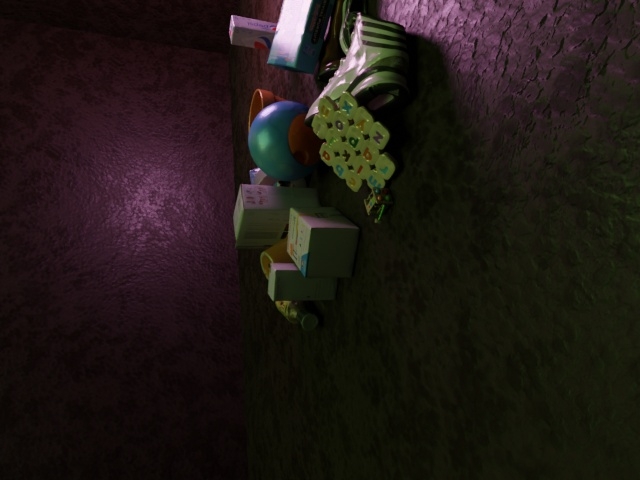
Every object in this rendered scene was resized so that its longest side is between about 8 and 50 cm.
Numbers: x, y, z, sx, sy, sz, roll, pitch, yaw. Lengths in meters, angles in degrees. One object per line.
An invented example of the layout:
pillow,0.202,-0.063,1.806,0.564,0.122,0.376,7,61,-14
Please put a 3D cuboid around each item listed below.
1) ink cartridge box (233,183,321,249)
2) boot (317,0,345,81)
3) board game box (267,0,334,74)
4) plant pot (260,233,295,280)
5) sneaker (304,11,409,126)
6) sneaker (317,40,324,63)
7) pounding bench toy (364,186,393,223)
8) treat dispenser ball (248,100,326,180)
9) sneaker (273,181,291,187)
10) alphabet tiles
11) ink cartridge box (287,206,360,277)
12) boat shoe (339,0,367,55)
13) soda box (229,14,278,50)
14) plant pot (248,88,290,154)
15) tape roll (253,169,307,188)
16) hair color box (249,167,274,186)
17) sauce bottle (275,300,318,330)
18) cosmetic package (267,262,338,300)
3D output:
ink cartridge box,-0.184,-0.085,1.713,0.272,0.309,0.130,119,146,-50
boot,0.064,-0.669,1.396,0.264,0.096,0.281,-102,22,-74
board game box,-0.060,-0.762,1.472,0.253,0.079,0.336,40,116,53
plant pot,-0.116,0.074,1.620,0.205,0.187,0.205,36,136,44
sneaker,0.107,-0.468,1.223,0.447,0.169,0.258,-4,77,61
sneaker,-0.041,-0.756,1.625,0.321,0.127,0.126,-16,70,56
pounding bench toy,0.163,-0.095,1.160,0.065,0.052,0.083,121,144,-52
treat dispenser ball,-0.123,-0.366,1.587,0.288,0.287,0.289,180,90,-69
sneaker,-0.157,-0.298,1.903,0.330,0.129,0.147,113,147,-46
alphabet tiles,0.088,-0.262,1.171,0.284,0.021,0.278,46,152,10
ink cartridge box,0.000,0.000,1.423,0.233,0.168,0.172,-133,46,-62
boat shoe,0.104,-0.659,1.292,0.070,0.077,0.220,152,118,-68
soda box,-0.278,-0.966,2.010,0.091,0.286,0.098,118,145,-50
plant pot,-0.192,-0.507,1.894,0.291,0.203,0.291,180,90,-69
tape roll,-0.168,-0.227,1.801,0.072,0.219,0.219,-110,29,-44
hair color box,-0.250,-0.176,2.079,0.174,0.105,0.348,57,-164,-57
sauce bottle,-0.098,0.284,1.760,0.344,0.111,0.112,-164,75,-69
cosmetic package,-0.061,0.144,1.493,0.085,0.230,0.118,-144,56,-65
